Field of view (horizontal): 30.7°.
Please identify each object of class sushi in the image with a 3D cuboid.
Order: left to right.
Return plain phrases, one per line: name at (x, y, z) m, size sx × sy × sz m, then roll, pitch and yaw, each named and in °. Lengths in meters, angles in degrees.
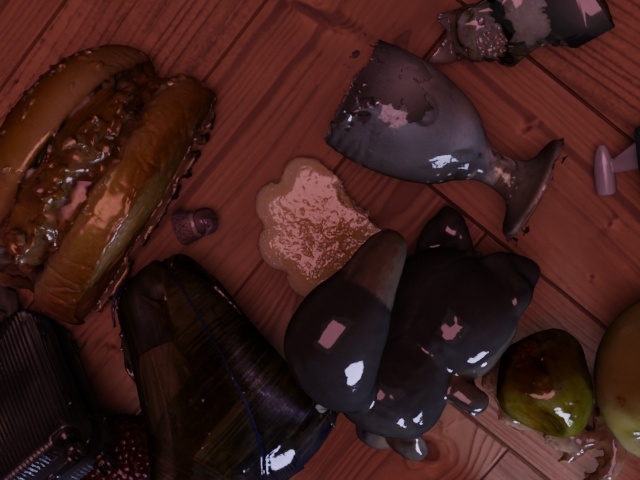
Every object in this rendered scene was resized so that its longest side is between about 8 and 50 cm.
sushi at (0.295, -0.327, 1.759) m, size 0.273 × 0.109 × 0.134 m, roll -23°, pitch 100°, yaw 21°

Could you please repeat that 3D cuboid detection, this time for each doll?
doll at (0.150, 0.119, 1.692) m, size 0.252 × 0.378 × 0.382 m, roll 28°, pitch 81°, yaw 22°

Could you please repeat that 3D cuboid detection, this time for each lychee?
lychee at (-0.313, 0.372, 1.852) m, size 0.194 × 0.194 × 0.194 m, roll 1°, pitch 98°, yaw 4°

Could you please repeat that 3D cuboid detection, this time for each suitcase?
suitcase at (-0.448, 0.271, 1.798) m, size 0.202 × 0.128 × 0.312 m, roll -40°, pitch 52°, yaw 8°

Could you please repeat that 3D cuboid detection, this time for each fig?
fig at (0.343, 0.224, 1.761) m, size 0.144 × 0.154 × 0.165 m, roll -33°, pitch 88°, yaw 40°

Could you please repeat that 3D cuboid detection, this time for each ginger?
ginger at (0.380, 0.271, 1.846) m, size 0.258 × 0.065 × 0.149 m, roll 39°, pitch 87°, yaw 7°

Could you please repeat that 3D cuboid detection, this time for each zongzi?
zongzi at (-0.233, 0.262, 1.728) m, size 0.403 × 0.432 × 0.208 m, roll 50°, pitch 142°, yaw 1°

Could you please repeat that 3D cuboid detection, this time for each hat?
hat at (-0.198, -0.028, 1.860) m, size 0.087 × 0.042 × 0.058 m, roll -16°, pitch 94°, yaw 40°

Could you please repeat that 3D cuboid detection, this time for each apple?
apple at (0.540, 0.207, 1.723) m, size 0.262 × 0.262 × 0.262 m, roll 1°, pitch 98°, yaw 4°

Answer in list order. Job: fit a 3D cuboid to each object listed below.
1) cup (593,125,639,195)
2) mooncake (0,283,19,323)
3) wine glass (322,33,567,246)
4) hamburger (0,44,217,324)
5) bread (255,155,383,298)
cup at (0.557, -0.091, 1.736) m, size 0.300 × 0.167 × 0.173 m, roll -2°, pitch 109°, yaw 31°
mooncake at (-0.554, 0.086, 1.863) m, size 0.073 × 0.125 × 0.130 m, roll -11°, pitch 97°, yaw 40°
wine glass at (0.177, -0.151, 1.742) m, size 0.357 × 0.190 × 0.190 m, roll 29°, pitch 99°, yaw -4°
hamburger at (-0.368, -0.093, 1.740) m, size 0.268 × 0.287 × 0.445 m, roll 33°, pitch 96°, yaw 1°
bread at (0.000, 0.000, 1.845) m, size 0.182 × 0.039 × 0.251 m, roll -42°, pitch 93°, yaw 8°
